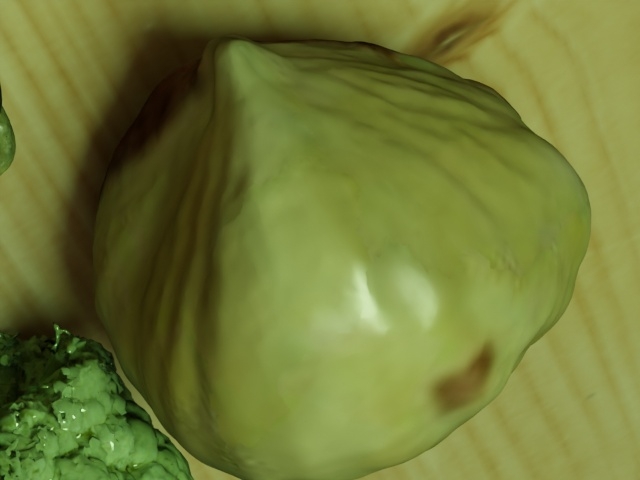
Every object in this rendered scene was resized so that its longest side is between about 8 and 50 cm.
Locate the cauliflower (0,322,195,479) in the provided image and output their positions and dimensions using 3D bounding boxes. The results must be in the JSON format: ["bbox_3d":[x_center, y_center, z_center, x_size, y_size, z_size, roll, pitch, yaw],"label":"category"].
[{"bbox_3d":[-0.184,0.190,0.872,0.250,0.275,0.272,7,133,10],"label":"cauliflower"}]

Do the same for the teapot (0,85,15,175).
[{"bbox_3d":[-0.223,-0.068,0.693,0.182,0.173,0.269,5,160,16],"label":"teapot"}]

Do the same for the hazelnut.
[{"bbox_3d":[0.000,0.000,0.817,0.261,0.261,0.241,-19,123,-13],"label":"hazelnut"}]
